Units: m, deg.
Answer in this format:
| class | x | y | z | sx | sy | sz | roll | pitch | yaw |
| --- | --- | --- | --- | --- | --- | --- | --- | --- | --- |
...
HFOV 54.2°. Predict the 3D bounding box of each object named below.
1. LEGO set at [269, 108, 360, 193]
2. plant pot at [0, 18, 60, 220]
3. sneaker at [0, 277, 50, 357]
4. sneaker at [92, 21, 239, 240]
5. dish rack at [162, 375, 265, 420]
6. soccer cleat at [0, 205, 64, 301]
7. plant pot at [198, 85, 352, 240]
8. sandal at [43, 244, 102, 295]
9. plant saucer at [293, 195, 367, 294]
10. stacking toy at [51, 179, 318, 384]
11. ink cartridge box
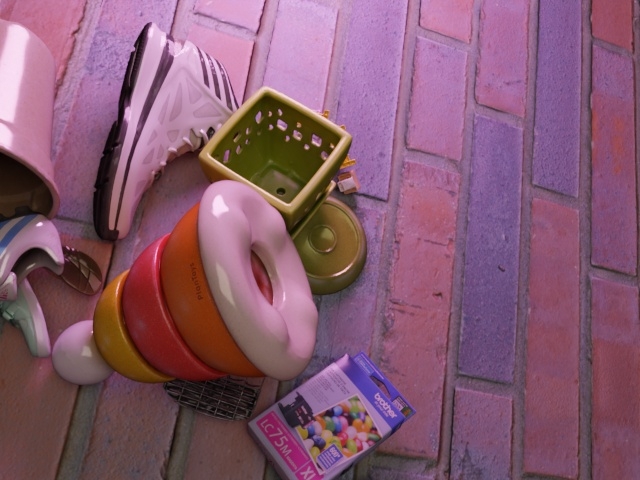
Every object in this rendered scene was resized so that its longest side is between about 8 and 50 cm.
| class | x | y | z | sx | sy | sz | roll | pitch | yaw |
| --- | --- | --- | --- | --- | --- | --- | --- | --- | --- |
| LEGO set | -0.003 | -0.237 | 1.452 | 0.287 | 0.107 | 0.132 | 35 | 101 | -12 |
| plant pot | -0.614 | -0.224 | 1.116 | 0.333 | 0.334 | 0.306 | 9 | 62 | -17 |
| sneaker | -0.593 | 0.123 | 1.122 | 0.151 | 0.094 | 0.256 | -25 | 74 | -29 |
| sneaker | -0.295 | -0.195 | 1.281 | 0.257 | 0.169 | 0.448 | 17 | 81 | -27 |
| dish rack | -0.188 | 0.215 | 1.255 | 0.208 | 0.074 | 0.272 | 22 | 71 | -11 |
| soccer cleat | -0.590 | 0.058 | 1.032 | 0.331 | 0.116 | 0.143 | -27 | 76 | -27 |
| plant pot | -0.090 | -0.138 | 1.294 | 0.228 | 0.207 | 0.227 | 32 | 65 | 12 |
| sandal | -0.501 | 0.045 | 1.202 | 0.180 | 0.049 | 0.072 | 31 | 54 | -12 |
| plant saucer | 0.000 | 0.000 | 1.399 | 0.240 | 0.037 | 0.241 | 5 | 73 | -17 |
| stacking toy | -0.276 | 0.130 | 1.100 | 0.479 | 0.350 | 0.351 | -21 | 80 | 16 |
| ink cartridge box | 0.031 | 0.357 | 1.256 | 0.311 | 0.065 | 0.186 | -29 | 61 | -28 |
